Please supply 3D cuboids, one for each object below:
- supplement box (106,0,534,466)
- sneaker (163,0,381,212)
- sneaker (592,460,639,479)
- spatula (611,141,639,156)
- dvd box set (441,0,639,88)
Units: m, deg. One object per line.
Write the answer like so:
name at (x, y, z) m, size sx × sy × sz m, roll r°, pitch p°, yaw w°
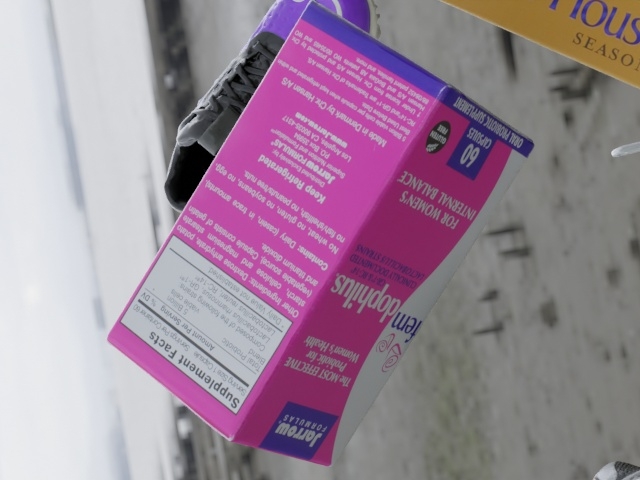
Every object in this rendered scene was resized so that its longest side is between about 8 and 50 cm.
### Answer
supplement box at (0.000, 0.000, 0.970) m, size 0.114 × 0.220 × 0.111 m, roll 36°, pitch -173°, yaw 33°
sneaker at (-0.055, -0.124, 1.619) m, size 0.102 × 0.146 × 0.293 m, roll 42°, pitch 127°, yaw 10°
sneaker at (0.268, 0.186, 1.230) m, size 0.083 × 0.084 × 0.215 m, roll -61°, pitch 25°, yaw -6°
spatula at (0.396, -0.121, 1.634) m, size 0.168 × 0.242 × 0.019 m, roll -36°, pitch 72°, yaw 62°
dvd box set at (0.170, -0.162, 1.203) m, size 0.307 × 0.420 × 0.062 m, roll -97°, pitch 30°, yaw -78°
